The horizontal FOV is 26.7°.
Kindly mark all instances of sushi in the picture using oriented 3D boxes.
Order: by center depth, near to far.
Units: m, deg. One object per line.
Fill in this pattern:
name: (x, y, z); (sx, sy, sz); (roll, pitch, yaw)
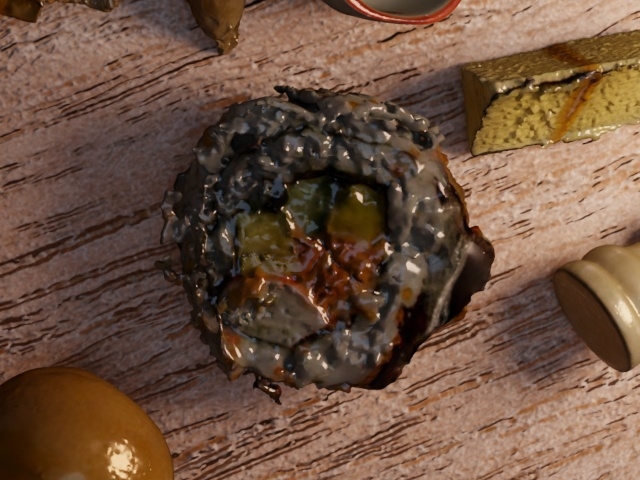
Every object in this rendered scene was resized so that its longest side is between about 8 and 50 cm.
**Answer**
sushi: (-0.003, -0.003, 1.656); (0.417, 0.176, 0.418); (-1, 106, -5)

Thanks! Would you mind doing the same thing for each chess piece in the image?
chess piece: (0.470, 0.031, 1.757); (0.299, 0.167, 0.167); (-31, 103, -10)

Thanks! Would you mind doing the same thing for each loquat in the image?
loquat: (-0.300, 0.278, 1.604); (0.263, 0.263, 0.263); (-2, 100, -9)

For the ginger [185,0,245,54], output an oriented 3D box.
ginger: (-0.134, -0.351, 1.601); (0.218, 0.123, 0.270); (10, 108, 12)

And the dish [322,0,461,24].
dish: (0.064, -0.375, 1.608); (0.256, 0.117, 0.256); (-4, 97, -37)

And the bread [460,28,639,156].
bread: (0.311, -0.195, 1.707); (0.266, 0.142, 0.178); (-9, 141, -9)

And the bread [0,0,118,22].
bread: (-0.402, -0.338, 1.524); (0.380, 0.185, 0.109); (15, 122, -12)
